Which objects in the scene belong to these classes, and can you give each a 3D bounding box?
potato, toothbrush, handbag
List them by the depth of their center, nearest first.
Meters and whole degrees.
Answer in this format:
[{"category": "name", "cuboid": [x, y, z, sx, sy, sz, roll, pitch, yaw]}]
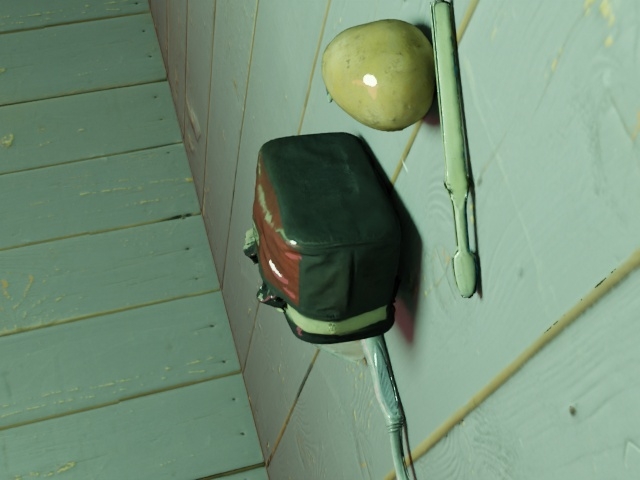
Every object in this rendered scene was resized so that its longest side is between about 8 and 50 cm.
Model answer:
[{"category": "toothbrush", "cuboid": [0.128, -0.084, 0.916, 0.028, 0.026, 0.294, -94, -3, -73]}, {"category": "potato", "cuboid": [0.061, -0.165, 0.968, 0.147, 0.112, 0.112, -135, 36, -55]}, {"category": "handbag", "cuboid": [0.000, 0.000, 1.187, 0.254, 0.181, 0.181, -113, 20, -49]}, {"category": "toothbrush", "cuboid": [0.086, 0.195, 1.298, 0.042, 0.035, 0.414, -30, 71, 54]}]

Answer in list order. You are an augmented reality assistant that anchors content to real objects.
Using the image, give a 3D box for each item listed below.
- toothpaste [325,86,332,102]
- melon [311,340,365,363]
[{"category": "toothpaste", "cuboid": [0.026, -0.221, 1.201, 0.197, 0.034, 0.057, 153, 111, -79]}, {"category": "melon", "cuboid": [0.013, 0.090, 1.358, 0.093, 0.139, 0.203, -4, 98, 55]}]
